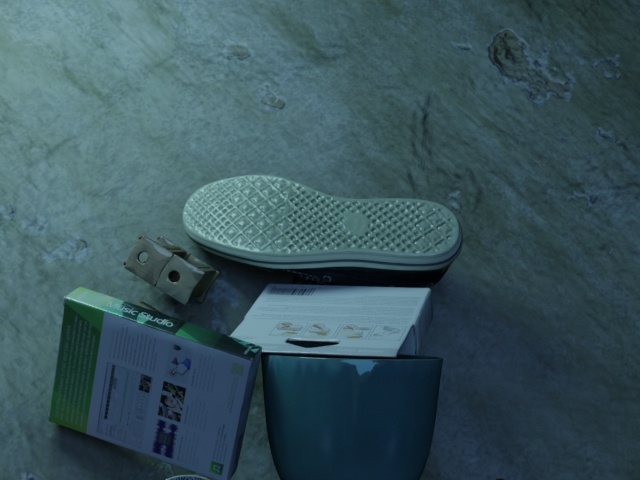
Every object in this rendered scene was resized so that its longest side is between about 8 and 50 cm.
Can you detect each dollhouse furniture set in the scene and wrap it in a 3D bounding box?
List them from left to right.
[{"bbox_3d":[-0.286,0.100,1.995,0.129,0.129,0.184,31,93,7],"label":"dollhouse furniture set"}]

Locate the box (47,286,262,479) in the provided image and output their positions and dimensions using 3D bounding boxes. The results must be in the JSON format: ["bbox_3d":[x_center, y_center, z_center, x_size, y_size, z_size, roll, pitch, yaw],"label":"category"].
[{"bbox_3d":[-0.267,0.229,1.838,0.322,0.232,0.058,17,22,10],"label":"box"}]

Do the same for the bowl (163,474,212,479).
[{"bbox_3d":[-0.213,0.464,1.834,0.170,0.080,0.170,4,64,-8],"label":"bowl"}]

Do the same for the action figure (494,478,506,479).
[{"bbox_3d":[0.248,0.464,1.867,0.280,0.091,0.139,-3,57,-45],"label":"action figure"}]

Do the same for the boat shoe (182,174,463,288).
[{"bbox_3d":[0.000,0.000,2.058,0.500,0.156,0.187,6,58,6],"label":"boat shoe"}]

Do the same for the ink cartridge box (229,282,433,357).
[{"bbox_3d":[0.015,0.152,1.899,0.296,0.066,0.261,1,23,18],"label":"ink cartridge box"}]

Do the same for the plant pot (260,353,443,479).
[{"bbox_3d":[0.048,0.301,1.851,0.293,0.293,0.235,2,86,-9],"label":"plant pot"}]
